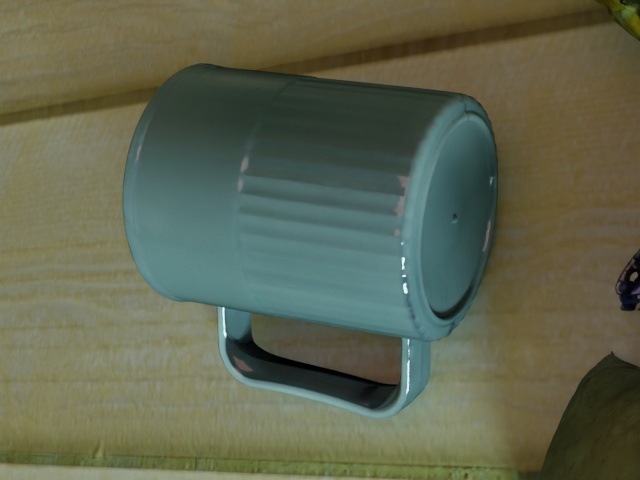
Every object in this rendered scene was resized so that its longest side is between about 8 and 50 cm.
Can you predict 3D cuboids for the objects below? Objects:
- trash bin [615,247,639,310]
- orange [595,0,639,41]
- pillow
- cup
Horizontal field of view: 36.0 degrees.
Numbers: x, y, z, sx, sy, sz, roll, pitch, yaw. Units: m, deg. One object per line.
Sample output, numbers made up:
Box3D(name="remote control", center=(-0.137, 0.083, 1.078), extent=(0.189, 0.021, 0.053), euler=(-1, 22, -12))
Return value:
Box3D(name="trash bin", center=(0.388, 0.057, 0.831), extent=(0.184, 0.162, 0.234), euler=(-43, 68, 6))
Box3D(name="orange", center=(0.395, -0.272, 0.884), extent=(0.368, 0.210, 0.271), euler=(45, 104, 30))
Box3D(name="pillow", center=(0.265, 0.186, 0.808), extent=(0.074, 0.302, 0.185), euler=(25, 84, -8))
Box3D(name="cup", center=(-0.008, -0.008, 1.000), extent=(0.311, 0.257, 0.331), euler=(9, 78, 28))
